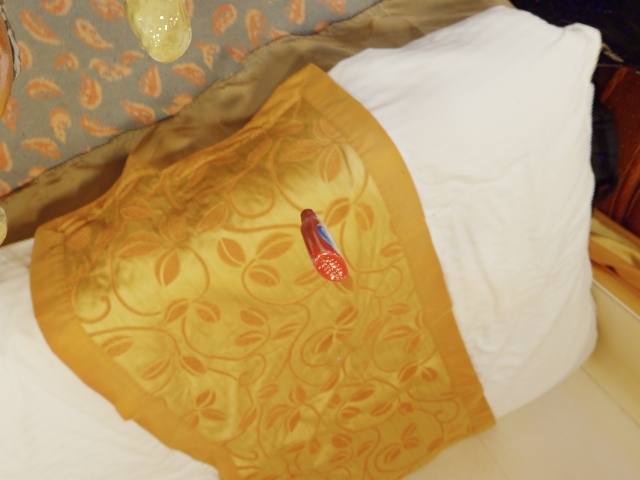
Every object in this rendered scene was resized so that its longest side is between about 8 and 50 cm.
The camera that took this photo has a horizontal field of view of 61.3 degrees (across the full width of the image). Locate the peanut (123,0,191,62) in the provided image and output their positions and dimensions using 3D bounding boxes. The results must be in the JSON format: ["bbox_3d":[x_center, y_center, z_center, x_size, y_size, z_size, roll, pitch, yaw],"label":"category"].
[{"bbox_3d":[-0.282,-0.447,0.939,0.117,0.101,0.263,1,116,-16],"label":"peanut"}]

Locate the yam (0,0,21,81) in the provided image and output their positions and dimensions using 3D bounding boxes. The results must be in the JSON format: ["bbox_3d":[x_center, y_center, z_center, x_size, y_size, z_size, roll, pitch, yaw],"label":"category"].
[{"bbox_3d":[-0.578,-0.383,0.852,0.153,0.154,0.255,-11,142,-17],"label":"yam"}]

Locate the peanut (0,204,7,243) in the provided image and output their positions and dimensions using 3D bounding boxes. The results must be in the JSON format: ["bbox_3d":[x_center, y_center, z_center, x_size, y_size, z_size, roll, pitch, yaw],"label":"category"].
[{"bbox_3d":[-0.736,-0.030,1.124,0.140,0.109,0.159,31,88,0],"label":"peanut"}]

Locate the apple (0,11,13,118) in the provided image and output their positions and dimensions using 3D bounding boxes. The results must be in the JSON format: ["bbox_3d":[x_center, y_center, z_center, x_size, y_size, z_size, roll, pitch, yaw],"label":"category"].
[{"bbox_3d":[-0.494,-0.215,0.598,0.286,0.286,0.233,20,139,-34],"label":"apple"}]

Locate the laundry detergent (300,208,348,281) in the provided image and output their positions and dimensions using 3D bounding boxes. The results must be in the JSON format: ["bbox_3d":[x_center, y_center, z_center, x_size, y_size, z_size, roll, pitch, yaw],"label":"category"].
[{"bbox_3d":[0.000,0.000,0.969,0.049,0.165,0.097,-35,128,10],"label":"laundry detergent"}]
